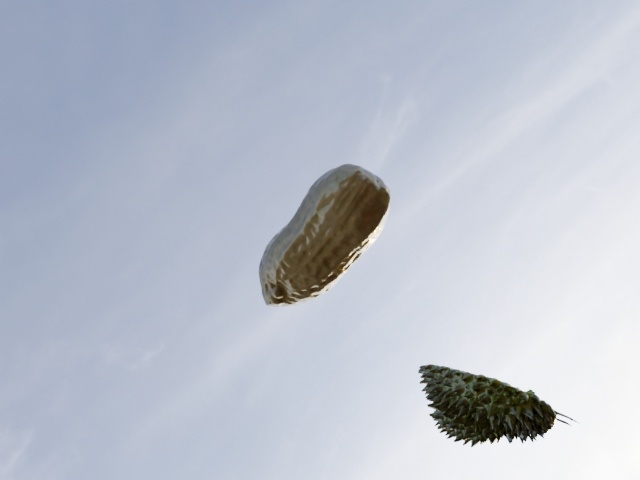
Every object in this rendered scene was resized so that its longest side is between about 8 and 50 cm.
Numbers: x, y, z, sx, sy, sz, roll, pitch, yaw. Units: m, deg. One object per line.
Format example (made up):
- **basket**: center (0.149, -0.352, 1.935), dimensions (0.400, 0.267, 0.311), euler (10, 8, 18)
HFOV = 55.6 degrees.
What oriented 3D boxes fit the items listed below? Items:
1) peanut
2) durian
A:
- **peanut**: center (0.000, 0.000, 1.070), dimensions (0.152, 0.152, 0.313), euler (20, -62, -36)
- **durian**: center (0.309, 0.306, 1.209), dimensions (0.169, 0.352, 0.158), euler (-17, -87, -22)
